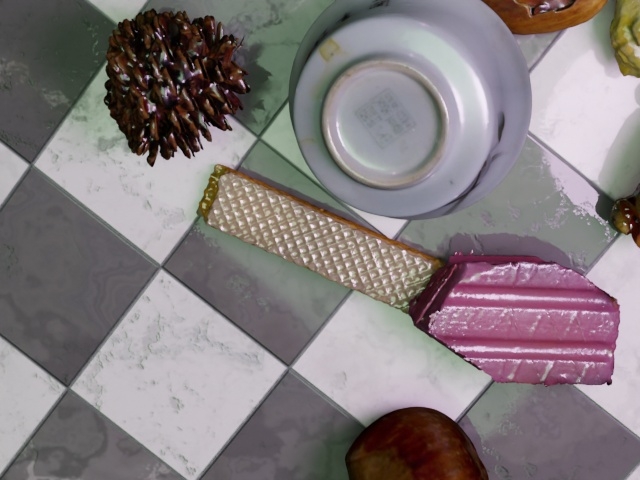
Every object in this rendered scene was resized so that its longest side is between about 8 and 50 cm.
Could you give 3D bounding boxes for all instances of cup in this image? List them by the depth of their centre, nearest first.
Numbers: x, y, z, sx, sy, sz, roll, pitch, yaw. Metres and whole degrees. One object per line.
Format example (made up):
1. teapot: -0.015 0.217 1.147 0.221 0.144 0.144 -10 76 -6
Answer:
1. cup: 0.102 -0.169 1.312 0.347 0.163 0.347 5 111 14

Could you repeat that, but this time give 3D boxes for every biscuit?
1. biscuit: 0.000 0.000 1.440 0.378 0.054 0.094 24 100 1

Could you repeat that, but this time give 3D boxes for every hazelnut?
1. hazelnut: 0.150 0.359 1.408 0.218 0.218 0.234 -10 98 7

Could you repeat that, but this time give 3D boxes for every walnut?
1. walnut: 0.302 -0.336 1.315 0.207 0.116 0.116 1 100 33

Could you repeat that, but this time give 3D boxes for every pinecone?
1. pinecone: -0.197 -0.214 1.351 0.221 0.221 0.221 1 99 5

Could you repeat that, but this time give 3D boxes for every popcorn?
1. popcorn: 0.466 -0.315 1.298 0.168 0.173 0.195 -8 93 20

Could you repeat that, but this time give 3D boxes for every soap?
1. soap: 0.268 0.108 1.376 0.289 0.112 0.182 1 96 -9

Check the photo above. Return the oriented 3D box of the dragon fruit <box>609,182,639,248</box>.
1. dragon fruit: 0.549 -0.102 1.288 0.243 0.227 0.307 21 103 7
